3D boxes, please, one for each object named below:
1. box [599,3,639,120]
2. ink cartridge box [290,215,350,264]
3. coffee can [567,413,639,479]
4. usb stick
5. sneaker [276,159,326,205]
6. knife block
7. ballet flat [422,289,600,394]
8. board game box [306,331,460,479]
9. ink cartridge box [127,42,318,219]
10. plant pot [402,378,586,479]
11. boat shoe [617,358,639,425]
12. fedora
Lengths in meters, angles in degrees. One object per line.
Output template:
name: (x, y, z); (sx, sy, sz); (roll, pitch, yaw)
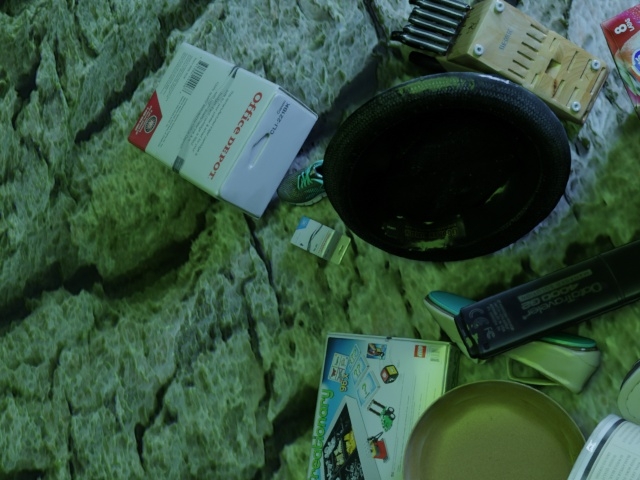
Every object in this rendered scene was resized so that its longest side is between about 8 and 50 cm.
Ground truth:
box: (0.431, -0.185, 1.035); (0.128, 0.257, 0.123); (-24, 67, 22)
ink cartridge box: (0.000, 0.000, 1.363); (0.083, 0.028, 0.048); (24, 89, 32)
coffee can: (0.408, 0.330, 0.932); (0.275, 0.201, 0.202); (21, 87, 33)
usb stick: (0.307, 0.073, 1.105); (0.277, 0.045, 0.077); (-21, 62, 0)
sneaker: (-0.003, -0.100, 1.365); (0.166, 0.076, 0.065); (-12, 69, 26)
knife block: (0.245, -0.267, 1.282); (0.275, 0.242, 0.088); (27, 91, -12)
ballet flat: (0.241, 0.139, 1.161); (0.248, 0.086, 0.086); (18, 85, 31)
board game box: (0.081, 0.287, 1.219); (0.192, 0.053, 0.306); (2, 77, 29)
ink cartridge box: (-0.164, -0.183, 1.439); (0.272, 0.114, 0.197); (32, 93, 42)
plant pot: (0.223, 0.295, 1.114); (0.236, 0.032, 0.237); (-1, 83, 12)
boat shoe: (0.487, 0.107, 1.015); (0.324, 0.097, 0.116); (-39, 101, 19)
fedora: (0.168, -0.124, 1.196); (0.334, 0.334, 0.153); (-17, 38, 25)
